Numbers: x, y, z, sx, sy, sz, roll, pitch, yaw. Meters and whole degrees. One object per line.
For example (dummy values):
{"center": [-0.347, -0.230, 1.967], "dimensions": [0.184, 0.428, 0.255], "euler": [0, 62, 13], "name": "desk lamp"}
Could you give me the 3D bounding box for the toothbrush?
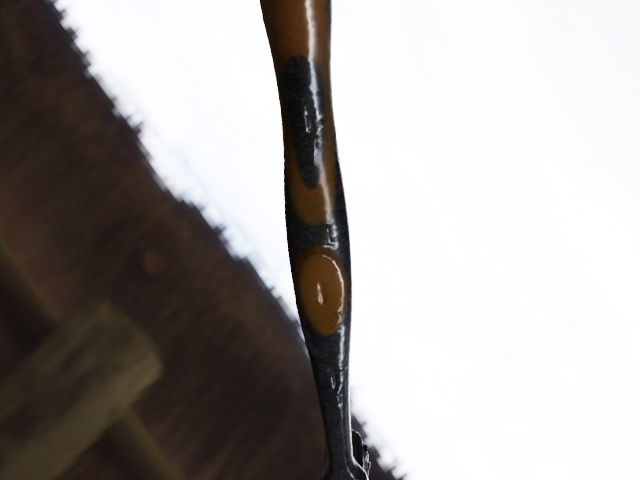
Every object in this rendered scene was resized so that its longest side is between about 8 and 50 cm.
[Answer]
{"center": [0.000, 0.002, 0.645], "dimensions": [0.321, 0.023, 0.031], "euler": [84, 180, -46], "name": "toothbrush"}
